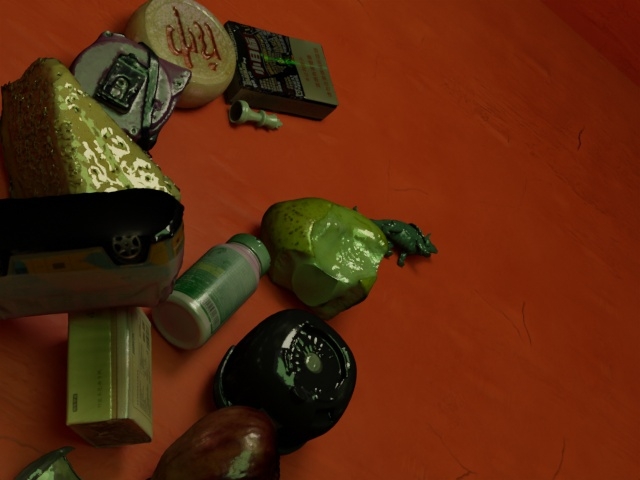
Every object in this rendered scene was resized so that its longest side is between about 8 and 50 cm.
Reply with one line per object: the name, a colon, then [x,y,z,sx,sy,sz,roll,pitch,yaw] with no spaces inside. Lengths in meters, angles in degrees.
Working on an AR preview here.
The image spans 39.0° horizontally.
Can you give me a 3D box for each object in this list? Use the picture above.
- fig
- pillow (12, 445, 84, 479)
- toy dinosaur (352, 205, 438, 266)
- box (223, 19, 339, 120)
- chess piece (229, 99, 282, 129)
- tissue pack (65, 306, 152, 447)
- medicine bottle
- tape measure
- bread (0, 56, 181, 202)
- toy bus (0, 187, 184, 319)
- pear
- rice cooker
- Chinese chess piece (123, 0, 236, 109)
fig: [-0.175,0.420,1.604,0.263,0.224,0.224,-38,91,-29]
pillow: [-0.405,0.472,1.479,0.255,0.059,0.169,50,43,-6]
toy dinosaur: [0.190,-0.004,2.292,0.291,0.079,0.120,10,53,-40]
box: [-0.113,-0.426,2.292,0.310,0.084,0.198,4,62,-40]
chess piece: [-0.150,-0.297,2.202,0.149,0.059,0.059,13,56,-42]
tissue pack: [-0.367,0.227,1.581,0.125,0.159,0.234,-7,63,2]
medicine bottle: [-0.212,0.094,1.834,0.133,0.133,0.274,49,43,-4]
tape measure: [-0.411,-0.314,1.880,0.231,0.149,0.245,27,65,-18]
bread: [-0.438,-0.165,1.721,0.279,0.248,0.316,5,70,-38]
toy bus: [-0.414,0.027,1.520,0.386,0.162,0.171,-6,36,-2]
pear: [0.000,0.000,2.055,0.281,0.176,0.286,38,44,-13]
rice cooker: [-0.067,0.277,1.778,0.267,0.224,0.267,21,54,-31]
Chinese chess piece: [-0.326,-0.436,2.094,0.270,0.112,0.270,22,52,-31]
